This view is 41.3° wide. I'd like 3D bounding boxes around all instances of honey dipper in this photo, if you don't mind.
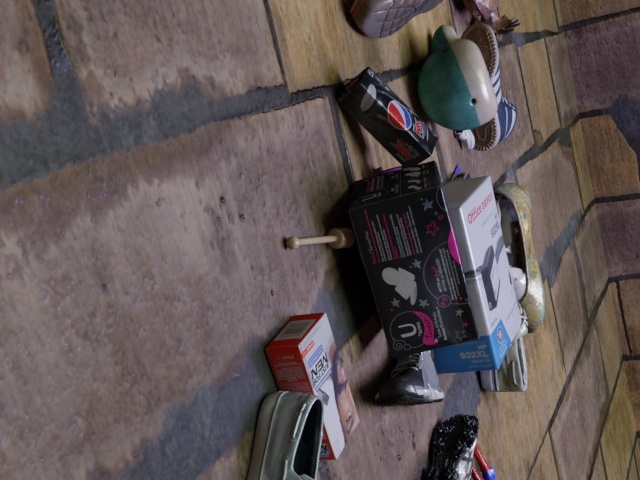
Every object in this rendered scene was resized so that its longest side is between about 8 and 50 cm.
[{"bbox_3d":[0.000,0.000,1.194,0.161,0.030,0.030,-6,88,-61],"label":"honey dipper"}]

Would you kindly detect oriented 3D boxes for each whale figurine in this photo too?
[{"bbox_3d":[0.254,-0.324,1.699,0.272,0.141,0.216,-102,167,-56],"label":"whale figurine"}]

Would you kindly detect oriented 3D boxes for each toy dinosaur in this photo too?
[{"bbox_3d":[0.382,-0.562,1.994,0.296,0.127,0.200,-14,102,-57],"label":"toy dinosaur"}]

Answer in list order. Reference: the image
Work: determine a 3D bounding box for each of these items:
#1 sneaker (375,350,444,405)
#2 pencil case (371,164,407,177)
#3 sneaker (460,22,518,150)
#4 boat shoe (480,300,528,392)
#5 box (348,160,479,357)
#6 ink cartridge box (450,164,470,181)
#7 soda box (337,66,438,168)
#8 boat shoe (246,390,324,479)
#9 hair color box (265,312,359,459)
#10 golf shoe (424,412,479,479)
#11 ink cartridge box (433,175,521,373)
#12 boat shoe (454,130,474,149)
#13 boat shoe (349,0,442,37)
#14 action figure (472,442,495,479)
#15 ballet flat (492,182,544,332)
[{"bbox_3d":[0.134,0.195,1.356,0.229,0.086,0.132,32,50,-68],"label":"sneaker"},{"bbox_3d":[0.131,-0.050,1.420,0.064,0.070,0.151,-135,-154,-76],"label":"pencil case"},{"bbox_3d":[0.383,-0.352,1.948,0.153,0.099,0.282,-19,106,-57],"label":"sneaker"},{"bbox_3d":[0.381,0.174,1.756,0.109,0.094,0.302,-43,131,-60],"label":"boat shoe"},{"bbox_3d":[0.141,0.026,1.305,0.163,0.142,0.247,-77,152,-71],"label":"box"},{"bbox_3d":[0.312,-0.033,1.787,0.206,0.045,0.208,69,29,-22],"label":"ink cartridge box"},{"bbox_3d":[0.109,-0.193,1.358,0.169,0.060,0.053,42,44,-17],"label":"soda box"},{"bbox_3d":[-0.035,0.285,0.990,0.079,0.081,0.227,41,47,-51],"label":"boat shoe"},{"bbox_3d":[-0.007,0.189,1.102,0.093,0.053,0.167,-47,125,-58],"label":"hair color box"},{"bbox_3d":[0.233,0.396,1.493,0.198,0.077,0.094,-56,138,-40],"label":"golf shoe"},{"bbox_3d":[0.262,0.058,1.571,0.223,0.129,0.307,-38,116,-59],"label":"ink cartridge box"},{"bbox_3d":[0.306,-0.237,1.850,0.035,0.035,0.100,-39,125,-28],"label":"boat shoe"},{"bbox_3d":[0.135,-0.454,1.513,0.116,0.123,0.324,46,40,4],"label":"boat shoe"},{"bbox_3d":[0.306,0.525,1.590,0.280,0.139,0.091,56,33,-1],"label":"action figure"},{"bbox_3d":[0.431,0.038,1.941,0.123,0.123,0.348,13,72,-61],"label":"ballet flat"}]
